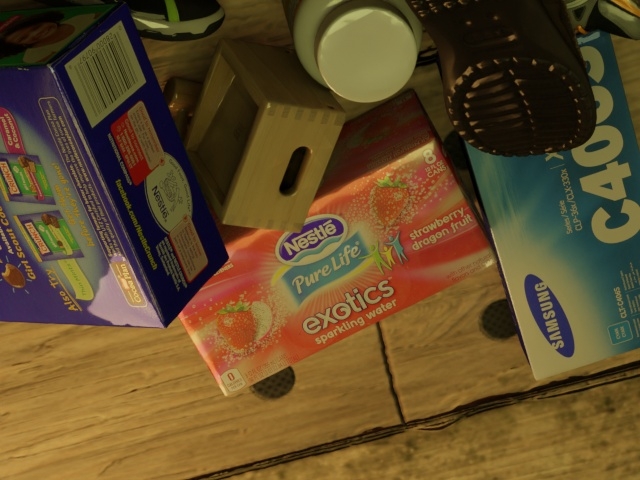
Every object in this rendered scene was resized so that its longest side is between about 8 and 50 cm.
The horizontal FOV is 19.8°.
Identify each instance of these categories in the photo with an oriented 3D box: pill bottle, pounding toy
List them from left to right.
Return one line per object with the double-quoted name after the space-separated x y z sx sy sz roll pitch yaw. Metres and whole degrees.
-0.073 -0.094 1.711 0.094 0.206 0.181 7 119 -29 "pounding toy"
0.029 -0.201 1.660 0.117 0.208 0.118 -2 115 -5 "pill bottle"

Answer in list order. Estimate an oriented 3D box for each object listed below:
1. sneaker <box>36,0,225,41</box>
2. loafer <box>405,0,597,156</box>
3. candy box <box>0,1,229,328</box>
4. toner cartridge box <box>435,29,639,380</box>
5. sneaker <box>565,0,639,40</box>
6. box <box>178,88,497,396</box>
-0.193 -0.254 1.680 0.234 0.084 0.097 15 111 -13 "sneaker"
0.162 -0.203 1.602 0.133 0.130 0.366 -4 148 18 "loafer"
-0.272 -0.064 1.651 0.317 0.122 0.268 1 123 36 "candy box"
0.242 -0.043 1.829 0.165 0.075 0.348 -18 115 3 "toner cartridge box"
0.208 -0.224 1.713 0.215 0.084 0.083 22 100 15 "sneaker"
0.000 0.000 1.785 0.300 0.142 0.154 -26 114 6 "box"
